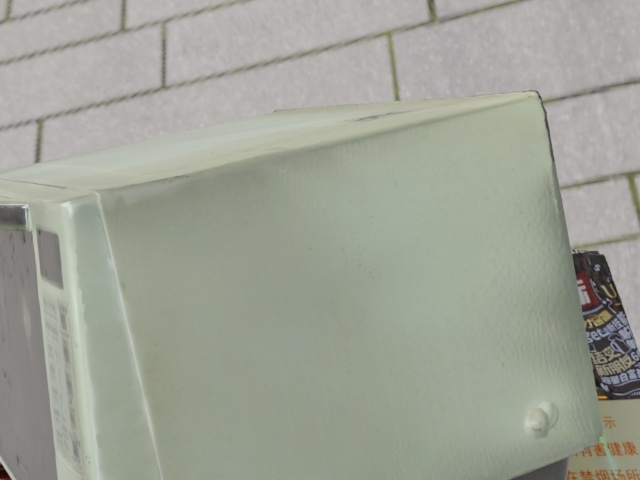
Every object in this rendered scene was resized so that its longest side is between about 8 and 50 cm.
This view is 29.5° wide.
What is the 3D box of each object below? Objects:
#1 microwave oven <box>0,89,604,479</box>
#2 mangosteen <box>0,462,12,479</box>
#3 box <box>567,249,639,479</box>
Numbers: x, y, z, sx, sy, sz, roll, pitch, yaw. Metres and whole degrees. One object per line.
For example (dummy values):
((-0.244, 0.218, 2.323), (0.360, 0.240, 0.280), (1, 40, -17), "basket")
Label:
((-0.063, 0.054, 0.813), (0.333, 0.247, 0.394), (-14, 9, -22), "microwave oven")
((-0.301, 0.255, 1.307), (0.215, 0.258, 0.215), (-10, 29, 6), "mangosteen")
((0.236, 0.150, 1.258), (0.198, 0.084, 0.310), (3, 51, -19), "box")
